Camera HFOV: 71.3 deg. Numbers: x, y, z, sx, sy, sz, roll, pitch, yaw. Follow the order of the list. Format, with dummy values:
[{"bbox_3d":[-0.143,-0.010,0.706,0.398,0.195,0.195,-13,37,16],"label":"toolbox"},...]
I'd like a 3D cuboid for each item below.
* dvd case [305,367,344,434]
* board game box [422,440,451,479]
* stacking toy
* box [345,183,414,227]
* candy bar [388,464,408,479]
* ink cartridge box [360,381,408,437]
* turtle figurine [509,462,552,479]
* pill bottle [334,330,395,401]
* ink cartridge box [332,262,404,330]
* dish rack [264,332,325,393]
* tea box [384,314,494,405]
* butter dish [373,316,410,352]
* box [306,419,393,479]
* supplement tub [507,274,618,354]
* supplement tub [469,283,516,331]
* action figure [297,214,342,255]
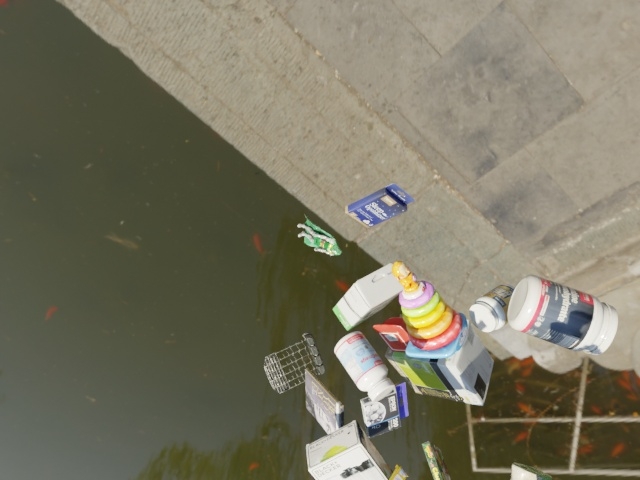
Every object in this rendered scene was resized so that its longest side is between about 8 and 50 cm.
[{"bbox_3d":[0.010,0.545,1.460,0.018,0.221,0.165,-13,113,-29],"label":"dvd case"},{"bbox_3d":[0.373,0.738,1.311,0.030,0.260,0.136,-28,138,14],"label":"board game box"},{"bbox_3d":[0.283,0.176,1.265,0.165,0.175,0.302,-11,119,41],"label":"stacking toy"},{"bbox_3d":[0.218,-0.123,1.636,0.225,0.037,0.136,-26,138,37],"label":"box"},{"bbox_3d":[0.158,0.605,1.061,0.040,0.161,0.018,43,140,12],"label":"candy bar"},{"bbox_3d":[0.281,0.717,1.879,0.208,0.045,0.207,-17,118,-12],"label":"ink cartridge box"},{"bbox_3d":[0.397,0.567,0.788,0.274,0.267,0.197,14,173,34],"label":"turtle figurine"},{"bbox_3d":[0.109,0.310,1.101,0.087,0.160,0.087,-26,146,-19],"label":"pill bottle"},{"bbox_3d":[0.199,0.234,1.831,0.122,0.211,0.289,56,153,16],"label":"ink cartridge box"},{"bbox_3d":[-0.123,0.581,2.097,0.271,0.074,0.209,-23,94,-13],"label":"dish rack"},{"bbox_3d":[0.504,0.498,1.881,0.323,0.220,0.329,-4,136,40],"label":"tea box"},{"bbox_3d":[0.319,0.356,1.762,0.160,0.118,0.160,51,147,-18],"label":"butter dish"},{"bbox_3d":[0.101,0.665,1.258,0.169,0.087,0.290,-28,111,6],"label":"box"},{"bbox_3d":[0.767,0.238,1.434,0.272,0.191,0.191,20,130,8],"label":"supplement tub"},{"bbox_3d":[0.726,0.279,1.840,0.199,0.144,0.145,-23,137,-31],"label":"supplement tub"},{"bbox_3d":[0.000,0.000,1.757,0.232,0.063,0.137,30,136,39],"label":"action figure"}]
